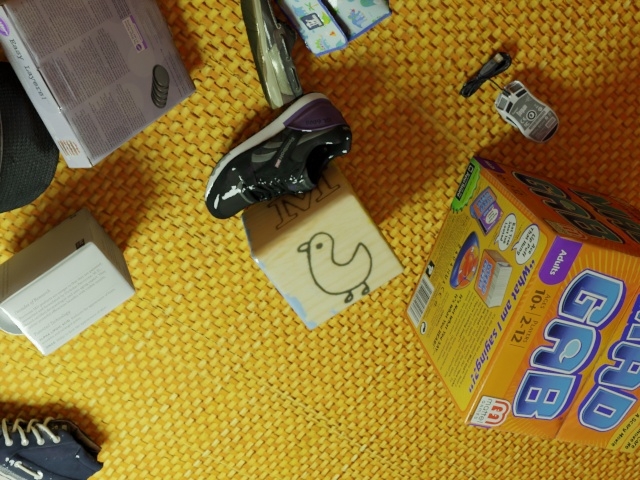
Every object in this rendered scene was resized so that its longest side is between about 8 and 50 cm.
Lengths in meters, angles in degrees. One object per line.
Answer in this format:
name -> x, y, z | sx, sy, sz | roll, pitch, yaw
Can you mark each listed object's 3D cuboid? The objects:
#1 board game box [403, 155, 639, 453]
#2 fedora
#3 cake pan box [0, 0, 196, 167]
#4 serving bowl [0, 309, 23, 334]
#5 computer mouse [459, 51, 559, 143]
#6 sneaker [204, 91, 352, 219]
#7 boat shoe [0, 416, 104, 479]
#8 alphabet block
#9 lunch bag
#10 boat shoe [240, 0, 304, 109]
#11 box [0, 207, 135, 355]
board game box -> 0.418, 0.109, 1.465 | 0.356, 0.356, 0.356 | 14, 112, -18
fedora -> -0.496, -0.156, 1.231 | 0.152, 0.334, 0.334 | -11, 123, -45
cake pan box -> -0.330, -0.279, 1.200 | 0.070, 0.246, 0.267 | 2, 128, 38
serving bowl -> -0.539, 0.126, 1.452 | 0.083, 0.027, 0.083 | -5, 116, -11
computer mouse -> 0.347, -0.246, 1.459 | 0.193, 0.042, 0.106 | 39, 98, -19
sneaker -> -0.072, -0.118, 1.361 | 0.283, 0.124, 0.107 | -42, 147, 11
boat shoe -> -0.562, 0.370, 1.524 | 0.158, 0.127, 0.340 | -40, 125, 1
alphabet block -> 0.000, 0.000, 1.416 | 0.197, 0.193, 0.192 | -34, 119, 5
lunch bag -> 0.018, -0.381, 1.297 | 0.151, 0.096, 0.129 | -28, 122, 21
boat shoe -> -0.075, -0.323, 1.312 | 0.073, 0.080, 0.223 | -20, 125, -12
box -> -0.422, 0.062, 1.347 | 0.182, 0.181, 0.119 | -35, 117, -5
